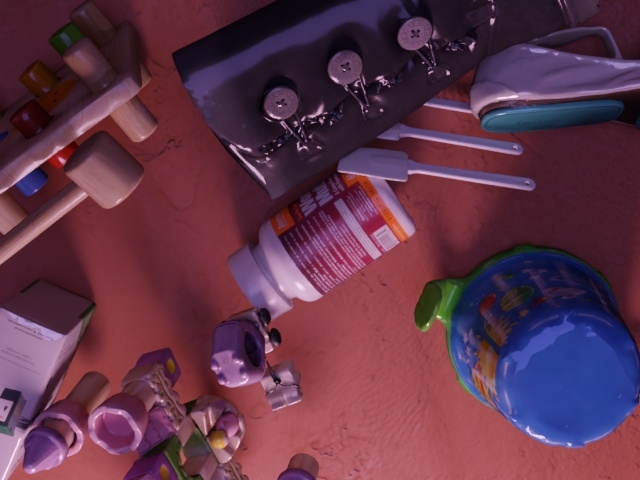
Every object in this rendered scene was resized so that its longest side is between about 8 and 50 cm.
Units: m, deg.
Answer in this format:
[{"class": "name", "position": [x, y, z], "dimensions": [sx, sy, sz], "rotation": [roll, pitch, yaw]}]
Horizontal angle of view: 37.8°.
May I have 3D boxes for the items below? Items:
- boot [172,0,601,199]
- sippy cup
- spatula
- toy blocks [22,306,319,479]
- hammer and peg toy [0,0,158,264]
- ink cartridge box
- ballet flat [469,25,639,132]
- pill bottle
[{"class": "boot", "position": [0.033, -0.288, 1.008], "dimensions": [0.445, 0.146, 0.367], "rotation": [-26, 119, 13]}, {"class": "sippy cup", "position": [0.282, 0.138, 1.149], "dimensions": [0.305, 0.224, 0.240], "rotation": [-13, 99, 3]}, {"class": "spatula", "position": [0.145, -0.134, 1.157], "dimensions": [0.241, 0.168, 0.019], "rotation": [7, 141, -3]}, {"class": "toy blocks", "position": [-0.172, 0.289, 1.110], "dimensions": [0.308, 0.260, 0.289], "rotation": [-21, 106, 20]}, {"class": "hammer and peg toy", "position": [-0.313, -0.122, 1.042], "dimensions": [0.266, 0.361, 0.127], "rotation": [-34, 118, 7]}, {"class": "ink cartridge box", "position": [-0.384, 0.177, 1.189], "dimensions": [0.092, 0.160, 0.219], "rotation": [24, 100, -4]}, {"class": "ballet flat", "position": [0.382, -0.201, 1.145], "dimensions": [0.400, 0.139, 0.139], "rotation": [1, 100, -3]}, {"class": "pill bottle", "position": [0.000, 0.000, 1.177], "dimensions": [0.221, 0.121, 0.121], "rotation": [-34, 98, 5]}]
